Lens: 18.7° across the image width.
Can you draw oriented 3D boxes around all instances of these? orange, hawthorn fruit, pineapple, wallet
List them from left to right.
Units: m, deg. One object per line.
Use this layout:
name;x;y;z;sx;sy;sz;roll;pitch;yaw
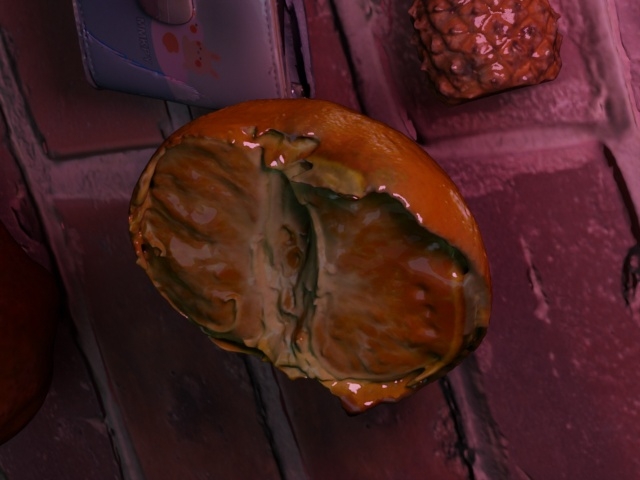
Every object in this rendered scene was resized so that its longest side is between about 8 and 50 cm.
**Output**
hawthorn fruit;-0.435;0.108;2.097;0.308;0.325;0.308;4;124;6
wallet;-0.124;-0.205;1.834;0.250;0.075;0.176;13;123;33
orange;0.003;-0.008;1.738;0.334;0.196;0.262;17;145;28
pineapple;0.117;-0.238;1.597;0.128;0.128;0.248;-11;99;42
